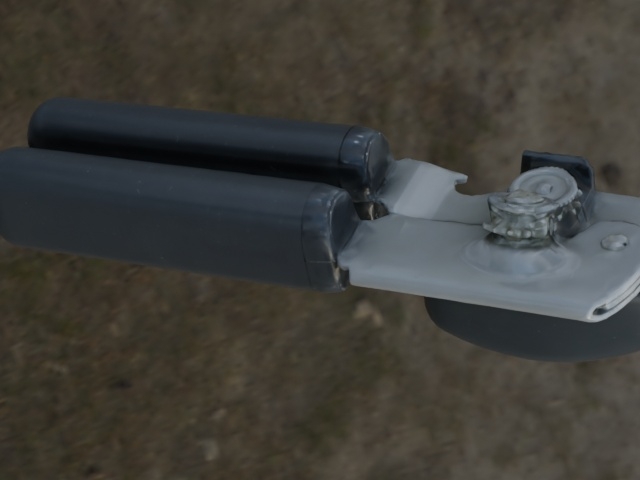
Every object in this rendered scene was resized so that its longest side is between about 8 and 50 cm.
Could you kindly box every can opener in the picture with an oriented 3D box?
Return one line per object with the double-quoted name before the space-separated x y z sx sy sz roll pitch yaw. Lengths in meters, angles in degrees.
"can opener" 0.000 0.000 0.782 0.074 0.280 0.093 -57 150 -46
